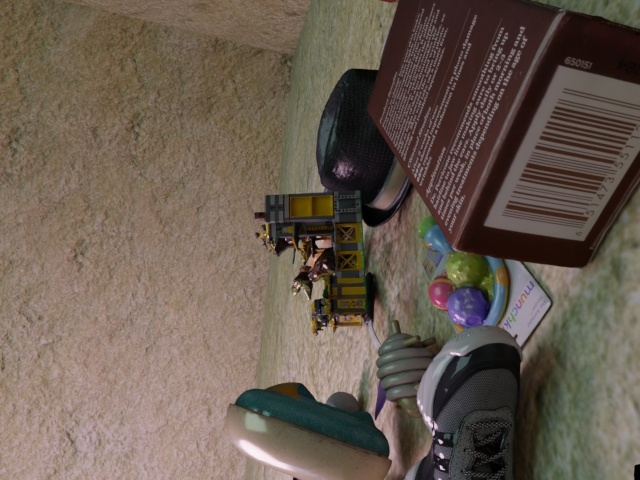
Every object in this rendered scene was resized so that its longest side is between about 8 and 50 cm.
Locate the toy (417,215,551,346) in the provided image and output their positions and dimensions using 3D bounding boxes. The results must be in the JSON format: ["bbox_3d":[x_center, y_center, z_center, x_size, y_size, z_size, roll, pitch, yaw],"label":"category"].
[{"bbox_3d":[0.164,0.045,0.570,0.237,0.056,0.137,-100,21,-56],"label":"toy"}]

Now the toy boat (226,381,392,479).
[{"bbox_3d":[-0.004,0.303,0.771,0.318,0.267,0.148,61,-136,-61],"label":"toy boat"}]

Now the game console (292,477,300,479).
[{"bbox_3d":[0.004,0.429,0.914,0.124,0.085,0.144,113,170,-48],"label":"game console"}]

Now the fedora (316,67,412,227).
[{"bbox_3d":[0.081,-0.195,0.885,0.334,0.152,0.334,-172,90,-77],"label":"fedora"}]

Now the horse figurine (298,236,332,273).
[{"bbox_3d":[0.000,0.000,1.318,0.174,0.066,0.263,-97,21,-69],"label":"horse figurine"}]

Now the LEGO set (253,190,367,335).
[{"bbox_3d":[-0.020,0.048,0.869,0.331,0.192,0.255,69,-161,-82],"label":"LEGO set"}]

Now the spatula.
[{"bbox_3d":[0.098,0.164,0.837,0.297,0.030,0.084,-95,15,-48],"label":"spatula"}]

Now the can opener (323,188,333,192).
[{"bbox_3d":[0.064,-0.177,1.080,0.074,0.093,0.281,2,-78,-72],"label":"can opener"}]

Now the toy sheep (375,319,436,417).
[{"bbox_3d":[0.117,0.170,0.634,0.091,0.091,0.132,117,153,-55],"label":"toy sheep"}]

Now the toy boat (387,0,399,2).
[{"bbox_3d":[0.119,-0.593,0.989,0.231,0.151,0.151,-104,26,-60],"label":"toy boat"}]

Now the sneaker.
[{"bbox_3d":[0.150,0.221,0.426,0.153,0.101,0.269,-112,27,-65],"label":"sneaker"}]

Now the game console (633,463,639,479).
[{"bbox_3d":[0.213,0.154,0.087,0.361,0.043,0.213,92,173,-65],"label":"game console"}]

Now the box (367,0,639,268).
[{"bbox_3d":[0.169,-0.157,0.505,0.381,0.143,0.191,-103,25,-56],"label":"box"}]
